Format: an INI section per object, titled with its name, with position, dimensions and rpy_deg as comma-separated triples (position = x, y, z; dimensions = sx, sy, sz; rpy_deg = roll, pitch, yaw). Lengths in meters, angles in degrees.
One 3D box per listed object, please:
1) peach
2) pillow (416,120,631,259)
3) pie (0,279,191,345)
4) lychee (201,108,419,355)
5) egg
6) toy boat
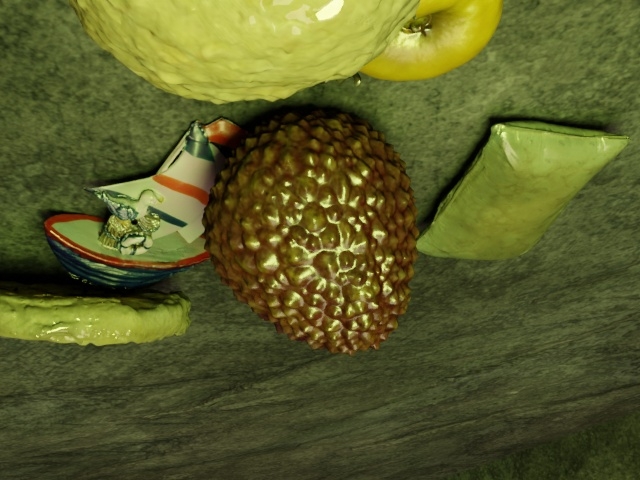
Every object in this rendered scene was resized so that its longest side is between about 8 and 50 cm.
[peach]
position = 0.073, -0.212, 0.809
dimensions = 0.179, 0.103, 0.179
rpy_deg = -5, 154, -2
[pillow]
position = 0.245, -0.055, 1.207
dimensions = 0.185, 0.074, 0.302
rpy_deg = 2, 151, -17
[pie]
position = -0.332, 0.093, 1.232
dimensions = 0.339, 0.077, 0.339
rpy_deg = 4, 175, 0
[lychee]
position = 0.000, 0.000, 1.025
dimensions = 0.272, 0.271, 0.271
rpy_deg = -7, 153, -4
[egg]
position = -0.049, -0.219, 0.590
dimensions = 0.279, 0.279, 0.310
rpy_deg = 17, 151, -42
[toy boat]
position = -0.181, -0.037, 1.142
dimensions = 0.318, 0.072, 0.219
rpy_deg = -31, 145, 20
